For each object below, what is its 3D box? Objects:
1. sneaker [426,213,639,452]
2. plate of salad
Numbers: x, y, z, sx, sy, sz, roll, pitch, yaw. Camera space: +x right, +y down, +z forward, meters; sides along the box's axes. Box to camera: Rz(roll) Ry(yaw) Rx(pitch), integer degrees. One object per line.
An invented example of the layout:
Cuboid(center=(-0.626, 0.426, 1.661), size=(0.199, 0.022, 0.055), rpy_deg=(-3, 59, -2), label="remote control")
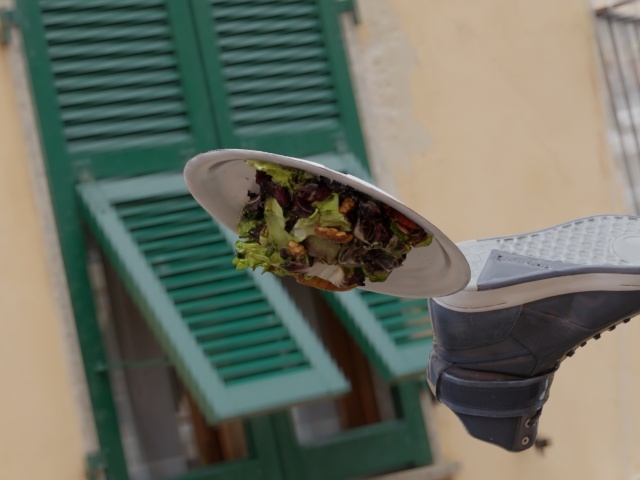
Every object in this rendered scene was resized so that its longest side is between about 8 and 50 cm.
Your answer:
Cuboid(center=(0.187, 0.072, 1.162), size=(0.226, 0.163, 0.086), rpy_deg=(-7, 31, -9), label="sneaker")
Cuboid(center=(0.000, 0.000, 0.999), size=(0.200, 0.048, 0.200), rpy_deg=(20, -19, 7), label="plate of salad")
